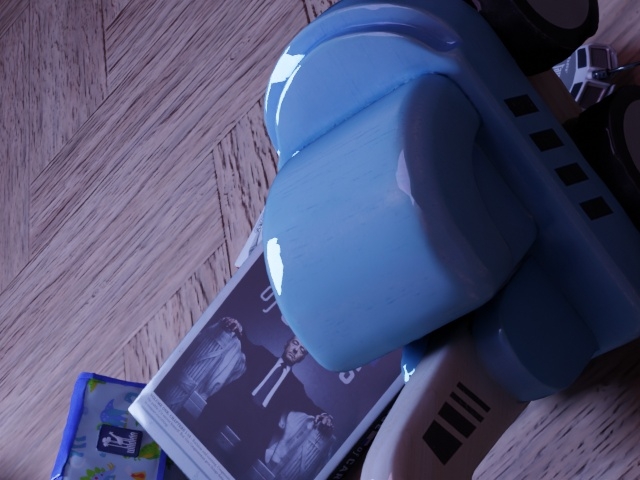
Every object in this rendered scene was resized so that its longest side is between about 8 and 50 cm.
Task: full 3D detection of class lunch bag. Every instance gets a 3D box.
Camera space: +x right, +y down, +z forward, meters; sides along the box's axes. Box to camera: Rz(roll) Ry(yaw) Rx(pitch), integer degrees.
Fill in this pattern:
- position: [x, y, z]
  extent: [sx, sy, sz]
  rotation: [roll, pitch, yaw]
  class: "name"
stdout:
- position: [-0.155, 0.195, 1.525]
  extent: [0.096, 0.151, 0.129]
  rotation: [-35, 34, 38]
  class: "lunch bag"

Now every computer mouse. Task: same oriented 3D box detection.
- position: [0.203, -0.117, 1.390]
  extent: [0.193, 0.042, 0.106]
  rotation: [-9, 59, 49]
  class: "computer mouse"

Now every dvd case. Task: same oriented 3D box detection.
- position: [-0.025, 0.106, 1.438]
  extent: [0.179, 0.029, 0.238]
  rotation: [44, 103, 26]
  class: "dvd case"

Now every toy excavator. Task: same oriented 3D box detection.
- position: [0.083, 0.067, 1.157]
  extent: [0.222, 0.433, 0.445]
  rotation: [-29, 11, 42]
  class: "toy excavator"

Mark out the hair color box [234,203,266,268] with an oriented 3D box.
- position: [0.000, 0.000, 1.582]
  extent: [0.167, 0.053, 0.093]
  rotation: [10, 71, 59]
  class: "hair color box"
